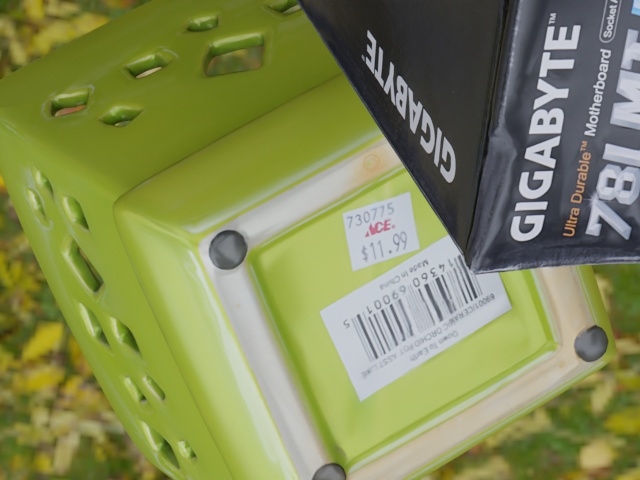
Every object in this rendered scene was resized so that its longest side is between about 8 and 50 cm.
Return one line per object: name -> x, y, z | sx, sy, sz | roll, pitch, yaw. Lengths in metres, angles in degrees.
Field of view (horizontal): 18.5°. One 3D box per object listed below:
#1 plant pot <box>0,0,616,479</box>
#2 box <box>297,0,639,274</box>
plant pot -> 0.000, 0.000, 0.937 | 0.228, 0.207, 0.227 | -29, 116, -14
box -> 0.052, -0.188, 0.658 | 0.073, 0.295, 0.293 | -1, 122, -17
